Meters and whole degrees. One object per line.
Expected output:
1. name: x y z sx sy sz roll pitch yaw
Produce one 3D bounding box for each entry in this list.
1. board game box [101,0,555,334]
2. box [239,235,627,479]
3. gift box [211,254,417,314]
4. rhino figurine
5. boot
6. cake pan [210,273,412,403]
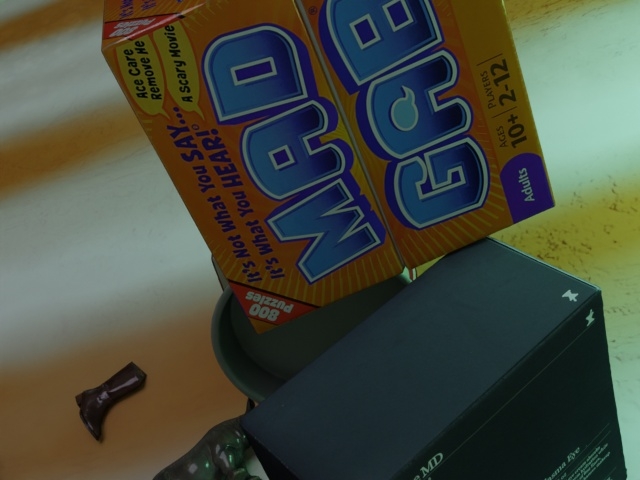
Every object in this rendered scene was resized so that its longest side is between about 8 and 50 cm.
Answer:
1. board game box: -0.002 -0.188 1.008 0.356 0.356 0.356 -24 32 1
2. box: 0.139 0.224 0.945 0.343 0.312 0.179 -36 40 -21
3. gift box: 0.000 0.000 1.294 0.258 0.255 0.276 -10 42 8
4. rhino figurine: -0.133 0.301 1.213 0.243 0.073 0.106 -40 47 -20
5. boot: -0.321 0.248 1.391 0.114 0.037 0.106 -29 44 -10
6. cake pan: 0.004 0.116 1.176 0.293 0.293 0.054 -16 31 12
